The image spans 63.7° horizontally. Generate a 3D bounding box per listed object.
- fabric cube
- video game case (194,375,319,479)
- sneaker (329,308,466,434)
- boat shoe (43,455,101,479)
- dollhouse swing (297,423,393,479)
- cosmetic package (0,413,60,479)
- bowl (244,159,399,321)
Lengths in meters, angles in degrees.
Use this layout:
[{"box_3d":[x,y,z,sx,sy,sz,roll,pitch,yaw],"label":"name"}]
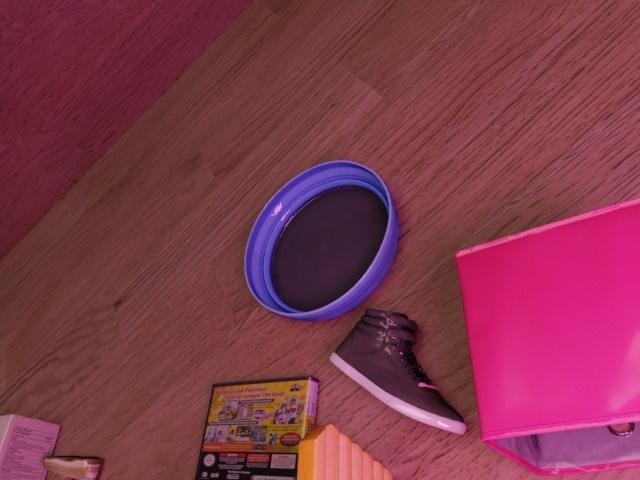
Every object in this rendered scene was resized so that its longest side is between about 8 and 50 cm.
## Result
[{"box_3d":[0.354,0.145,0.684,0.254,0.259,0.258,-21,50,27],"label":"fabric cube"},{"box_3d":[-0.134,0.409,1.043,0.275,0.035,0.248,-14,55,31],"label":"video game case"},{"box_3d":[0.147,0.211,0.903,0.296,0.105,0.146,24,84,48],"label":"sneaker"},{"box_3d":[-0.633,0.581,1.296,0.190,0.068,0.072,-11,68,32],"label":"boat shoe"},{"box_3d":[0.137,0.420,0.622,0.316,0.346,0.304,-9,47,33],"label":"dollhouse swing"},{"box_3d":[-0.825,0.625,1.352,0.129,0.153,0.295,-15,53,29],"label":"cosmetic package"},{"box_3d":[0.000,0.000,1.174,0.392,0.077,0.390,-19,53,27],"label":"bowl"}]
